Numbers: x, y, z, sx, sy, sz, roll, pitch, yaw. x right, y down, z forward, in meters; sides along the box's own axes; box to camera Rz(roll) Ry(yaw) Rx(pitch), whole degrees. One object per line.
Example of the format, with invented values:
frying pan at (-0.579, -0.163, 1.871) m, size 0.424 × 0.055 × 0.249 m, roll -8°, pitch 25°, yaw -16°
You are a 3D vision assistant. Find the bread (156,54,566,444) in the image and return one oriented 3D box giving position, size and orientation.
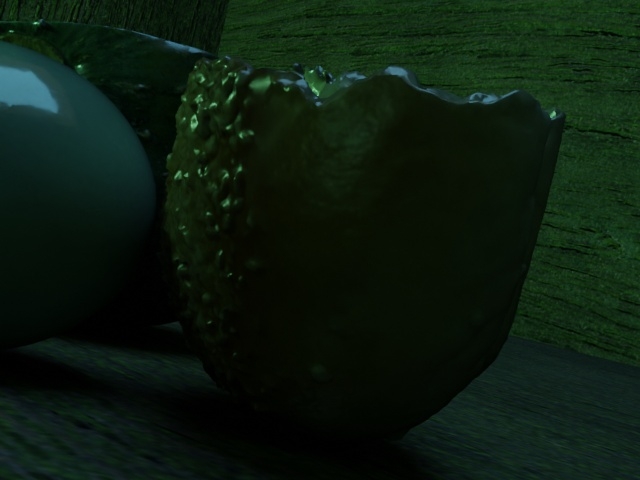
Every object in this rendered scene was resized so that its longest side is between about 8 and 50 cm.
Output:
bread at (-0.001, 0.004, 0.537) m, size 0.171 × 0.192 × 0.314 m, roll 8°, pitch 9°, yaw -10°

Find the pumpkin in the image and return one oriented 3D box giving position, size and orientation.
pumpkin at (-0.183, -0.027, 0.811) m, size 0.293 × 0.196 × 0.263 m, roll 5°, pitch -15°, yaw 9°

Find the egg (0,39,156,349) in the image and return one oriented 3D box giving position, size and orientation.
egg at (-0.202, -0.026, 0.542) m, size 0.231 × 0.168 × 0.168 m, roll 7°, pitch -1°, yaw 6°
